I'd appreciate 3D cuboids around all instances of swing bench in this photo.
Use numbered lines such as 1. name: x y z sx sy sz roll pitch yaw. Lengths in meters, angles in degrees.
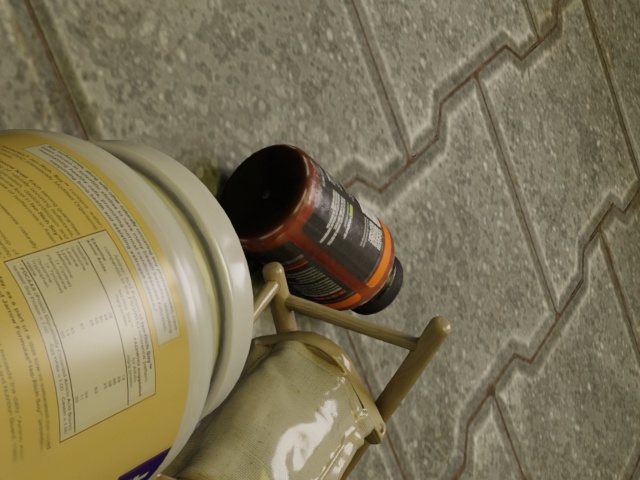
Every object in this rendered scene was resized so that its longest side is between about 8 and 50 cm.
1. swing bench: -0.028 0.202 1.016 0.253 0.165 0.255 -52 155 -51

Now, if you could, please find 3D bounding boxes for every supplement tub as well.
1. supplement tub: 0.000 0.000 1.196 0.198 0.106 0.106 40 49 -45
2. supplement tub: -0.211 0.067 0.721 0.331 0.241 0.241 -22 100 -57
